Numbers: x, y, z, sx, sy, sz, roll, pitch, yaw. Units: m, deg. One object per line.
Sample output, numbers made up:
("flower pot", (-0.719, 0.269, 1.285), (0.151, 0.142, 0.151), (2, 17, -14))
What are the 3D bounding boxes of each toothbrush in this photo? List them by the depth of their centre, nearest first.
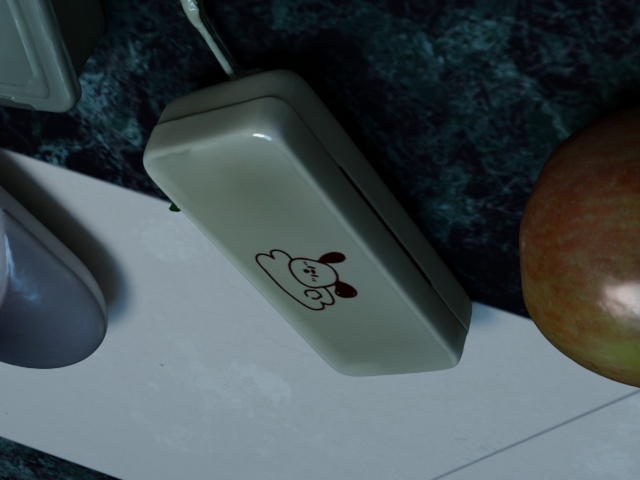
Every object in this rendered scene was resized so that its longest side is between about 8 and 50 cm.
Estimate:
("toothbrush", (-0.100, -0.193, 0.779), (0.028, 0.026, 0.294), (-16, 130, 21))

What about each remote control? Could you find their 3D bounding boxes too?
("remote control", (-0.348, 0.013, 1.079), (0.221, 0.103, 0.332), (-15, 130, 41))

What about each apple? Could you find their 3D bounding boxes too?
("apple", (0.222, 0.004, 0.724), (0.174, 0.188, 0.188), (2, 137, 32))

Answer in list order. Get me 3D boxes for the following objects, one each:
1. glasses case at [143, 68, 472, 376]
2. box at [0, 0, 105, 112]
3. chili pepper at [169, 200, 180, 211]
("glasses case", (0.000, 0.000, 0.896), (0.131, 0.070, 0.313), (-9, 138, 33))
("box", (-0.227, -0.186, 0.796), (0.124, 0.093, 0.172), (10, 140, 17))
("chili pepper", (-0.075, -0.006, 0.978), (0.055, 0.035, 0.118), (-34, 120, 28))
